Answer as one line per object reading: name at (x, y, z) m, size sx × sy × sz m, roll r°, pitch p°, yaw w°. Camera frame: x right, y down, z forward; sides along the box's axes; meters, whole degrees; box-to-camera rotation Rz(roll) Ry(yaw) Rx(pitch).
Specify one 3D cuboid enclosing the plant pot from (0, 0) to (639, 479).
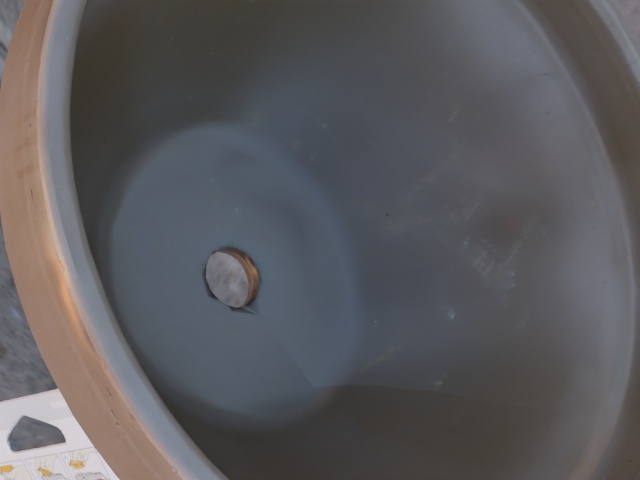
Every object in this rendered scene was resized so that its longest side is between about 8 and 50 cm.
plant pot at (0.000, 0.000, 0.472) m, size 0.237 × 0.109 × 0.237 m, roll 14°, pitch 65°, yaw -33°

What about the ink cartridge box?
ink cartridge box at (-0.189, 0.229, 1.319) m, size 0.060 × 0.275 × 0.239 m, roll -31°, pitch 101°, yaw -46°
